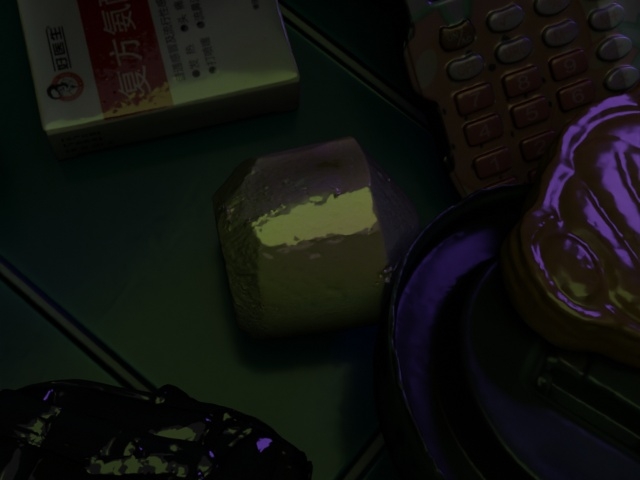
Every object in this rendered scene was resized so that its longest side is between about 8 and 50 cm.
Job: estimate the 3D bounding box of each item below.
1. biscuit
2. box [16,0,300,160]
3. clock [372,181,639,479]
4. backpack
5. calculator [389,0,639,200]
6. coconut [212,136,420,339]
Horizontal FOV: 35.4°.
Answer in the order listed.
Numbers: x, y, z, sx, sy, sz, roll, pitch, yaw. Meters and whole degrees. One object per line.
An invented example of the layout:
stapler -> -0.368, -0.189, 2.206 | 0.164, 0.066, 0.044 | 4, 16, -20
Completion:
biscuit -> 0.298, 0.009, 0.712 | 0.351, 0.057, 0.312 | -26, 66, -34
box -> -0.163, -0.260, 0.878 | 0.214, 0.069, 0.353 | -14, 72, -9
clock -> 0.192, 0.102, 0.687 | 0.325, 0.067, 0.325 | 9, 53, -12
backpack -> -0.137, 0.188, 0.692 | 0.258, 0.133, 0.206 | 14, 53, 9
calculator -> 0.169, -0.165, 0.823 | 0.220, 0.048, 0.329 | -20, 102, -9
coconut -> 0.000, 0.000, 0.763 | 0.153, 0.147, 0.147 | -10, 73, -3
